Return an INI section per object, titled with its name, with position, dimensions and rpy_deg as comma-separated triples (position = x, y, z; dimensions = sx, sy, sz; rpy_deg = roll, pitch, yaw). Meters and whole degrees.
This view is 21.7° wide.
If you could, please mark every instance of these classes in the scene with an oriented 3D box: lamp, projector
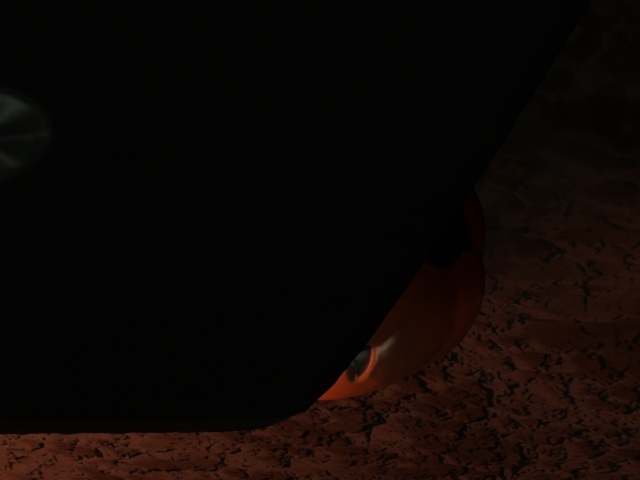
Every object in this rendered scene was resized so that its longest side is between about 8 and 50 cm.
[lamp]
position = 0.000, 0.000, 0.966
dimensions = 0.164, 0.188, 0.187
rpy_deg = -17, 142, 34
[projector]
position = -0.131, -0.123, 0.593
dimensions = 0.395, 0.242, 0.405
rpy_deg = 2, 142, -23
